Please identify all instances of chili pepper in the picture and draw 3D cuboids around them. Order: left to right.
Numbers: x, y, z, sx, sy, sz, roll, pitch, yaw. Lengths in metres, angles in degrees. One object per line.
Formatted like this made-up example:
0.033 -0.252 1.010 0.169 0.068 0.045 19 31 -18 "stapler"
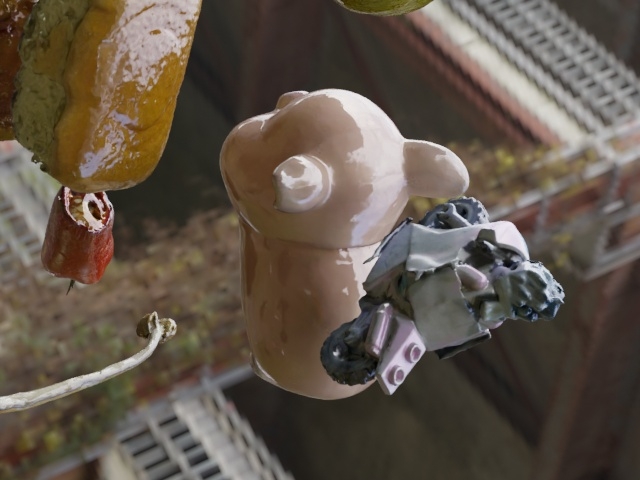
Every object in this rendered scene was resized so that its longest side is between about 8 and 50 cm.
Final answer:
-0.277 0.006 2.180 0.084 0.086 0.192 35 -37 11 "chili pepper"

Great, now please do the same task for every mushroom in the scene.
-0.203 0.106 1.309 0.028 0.286 0.026 19 -59 38 "mushroom"

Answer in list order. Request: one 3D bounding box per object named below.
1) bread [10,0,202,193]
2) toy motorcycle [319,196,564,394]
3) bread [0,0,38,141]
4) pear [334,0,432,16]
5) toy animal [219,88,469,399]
-0.207 -0.169 1.871 0.121 0.174 0.246 23 -77 36 "bread"
0.129 0.054 1.800 0.204 0.239 0.108 12 -23 40 "toy motorcycle"
-0.365 -0.245 2.133 0.077 0.139 0.271 -150 -127 -84 "bread"
0.063 -0.289 1.842 0.162 0.149 0.149 12 -59 47 "pear"
0.000 0.000 2.022 0.269 0.237 0.326 -35 -117 54 "toy animal"
